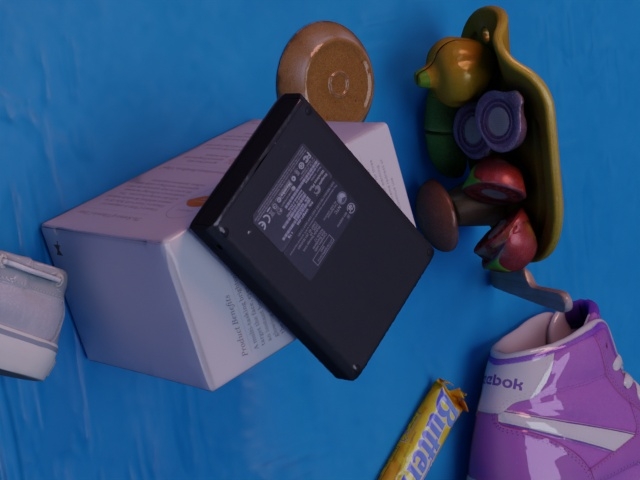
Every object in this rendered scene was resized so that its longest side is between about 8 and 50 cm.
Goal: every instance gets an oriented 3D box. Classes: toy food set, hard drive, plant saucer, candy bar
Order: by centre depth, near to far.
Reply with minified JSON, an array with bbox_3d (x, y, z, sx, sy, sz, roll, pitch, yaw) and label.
[{"bbox_3d":[0.000,0.000,0.824,0.135,0.022,0.094,47,64,-32],"label":"hard drive"},{"bbox_3d":[0.008,-0.103,0.998,0.083,0.015,0.083,-5,98,-40],"label":"plant saucer"},{"bbox_3d":[0.104,-0.045,1.026,0.071,0.128,0.218,-16,110,-17],"label":"toy food set"},{"bbox_3d":[0.057,0.168,1.067,0.040,0.018,0.161,46,67,-34],"label":"candy bar"}]

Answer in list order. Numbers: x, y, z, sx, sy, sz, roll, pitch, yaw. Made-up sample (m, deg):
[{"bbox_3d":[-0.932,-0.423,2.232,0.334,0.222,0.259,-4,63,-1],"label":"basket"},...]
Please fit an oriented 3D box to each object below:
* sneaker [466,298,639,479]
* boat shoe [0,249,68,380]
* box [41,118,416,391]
[{"bbox_3d":[0.233,0.127,1.161,0.282,0.102,0.161,5,88,-41],"label":"sneaker"},{"bbox_3d":[-0.223,0.006,0.779,0.227,0.079,0.081,30,69,-45],"label":"boat shoe"},{"bbox_3d":[-0.050,0.002,0.884,0.170,0.130,0.091,-30,113,-34],"label":"box"}]
